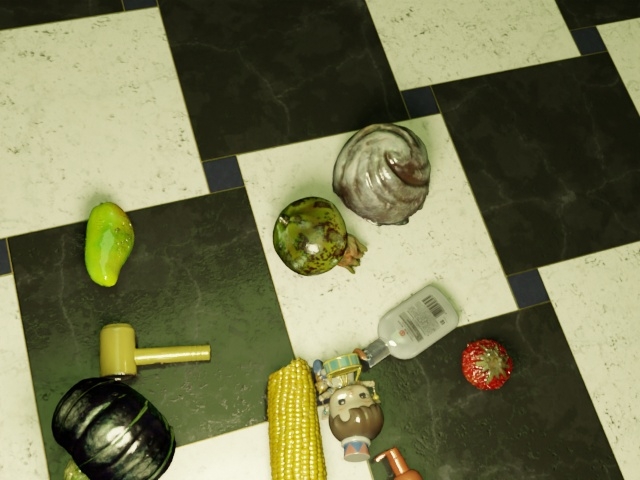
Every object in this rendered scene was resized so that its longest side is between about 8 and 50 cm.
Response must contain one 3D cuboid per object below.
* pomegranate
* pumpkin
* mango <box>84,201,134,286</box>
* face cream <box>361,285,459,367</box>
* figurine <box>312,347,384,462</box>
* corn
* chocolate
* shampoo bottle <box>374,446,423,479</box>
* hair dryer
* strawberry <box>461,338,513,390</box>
[{"bbox_3d":[0.010,-0.009,1.988,0.277,0.204,0.221,7,53,-10],"label":"pomegranate"},{"bbox_3d":[-0.500,0.462,1.682,0.296,0.296,0.295,3,69,-8],"label":"pumpkin"},{"bbox_3d":[-0.558,0.011,1.943,0.126,0.111,0.232,-4,71,-5],"label":"mango"},{"bbox_3d":[0.234,0.247,1.994,0.291,0.071,0.144,-33,76,-19],"label":"face cream"},{"bbox_3d":[0.078,0.418,1.859,0.161,0.158,0.275,-17,73,-10],"label":"figurine"},{"bbox_3d":[-0.065,0.489,1.825,0.144,0.144,0.386,-5,67,-11],"label":"corn"},{"bbox_3d":[0.194,-0.215,2.090,0.304,0.213,0.303,2,68,-6],"label":"chocolate"},{"bbox_3d":[0.230,0.637,1.842,0.086,0.085,0.244,-25,73,-16],"label":"shampoo bottle"},{"bbox_3d":[-0.422,0.282,1.884,0.279,0.090,0.134,-1,67,-16],"label":"hair dryer"},{"bbox_3d":[0.453,0.333,1.988,0.145,0.086,0.145,2,71,-7],"label":"strawberry"}]
